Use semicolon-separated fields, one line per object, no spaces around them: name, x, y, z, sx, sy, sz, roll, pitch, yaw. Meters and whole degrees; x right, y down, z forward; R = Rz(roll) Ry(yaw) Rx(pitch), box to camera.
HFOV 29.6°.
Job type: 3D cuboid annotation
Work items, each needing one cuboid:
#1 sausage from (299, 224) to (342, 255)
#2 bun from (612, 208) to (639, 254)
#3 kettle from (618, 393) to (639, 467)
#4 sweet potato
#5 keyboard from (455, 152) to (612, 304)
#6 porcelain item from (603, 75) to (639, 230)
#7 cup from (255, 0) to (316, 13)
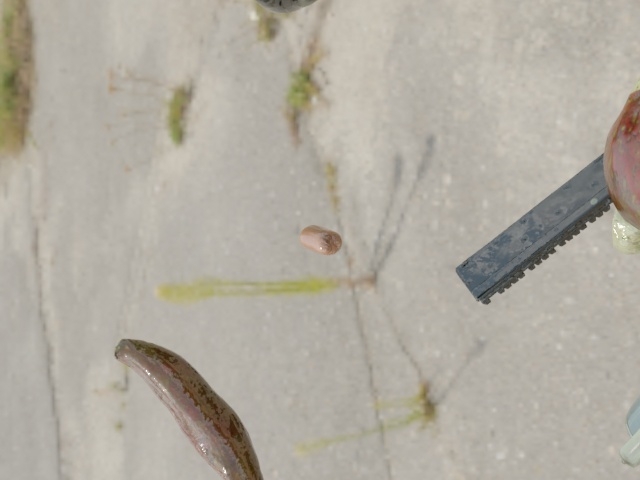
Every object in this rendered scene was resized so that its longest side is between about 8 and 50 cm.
sausage;0.000;0.000;1.478;0.083;0.034;0.034;-159;72;-68
bun;0.486;-0.032;1.836;0.069;0.115;0.115;19;111;23
kettle;0.531;0.218;1.694;0.160;0.210;0.243;45;124;18
sweet potato;-0.112;0.193;1.220;0.058;0.078;0.255;-41;79;36
keyboard;0.261;-0.015;1.394;0.231;0.023;0.072;-39;36;6
porcelain item;0.387;-0.081;1.066;0.253;0.253;0.253;-2;87;63
cup;-0.049;-0.336;1.273;0.169;0.176;0.223;-57;-9;3
